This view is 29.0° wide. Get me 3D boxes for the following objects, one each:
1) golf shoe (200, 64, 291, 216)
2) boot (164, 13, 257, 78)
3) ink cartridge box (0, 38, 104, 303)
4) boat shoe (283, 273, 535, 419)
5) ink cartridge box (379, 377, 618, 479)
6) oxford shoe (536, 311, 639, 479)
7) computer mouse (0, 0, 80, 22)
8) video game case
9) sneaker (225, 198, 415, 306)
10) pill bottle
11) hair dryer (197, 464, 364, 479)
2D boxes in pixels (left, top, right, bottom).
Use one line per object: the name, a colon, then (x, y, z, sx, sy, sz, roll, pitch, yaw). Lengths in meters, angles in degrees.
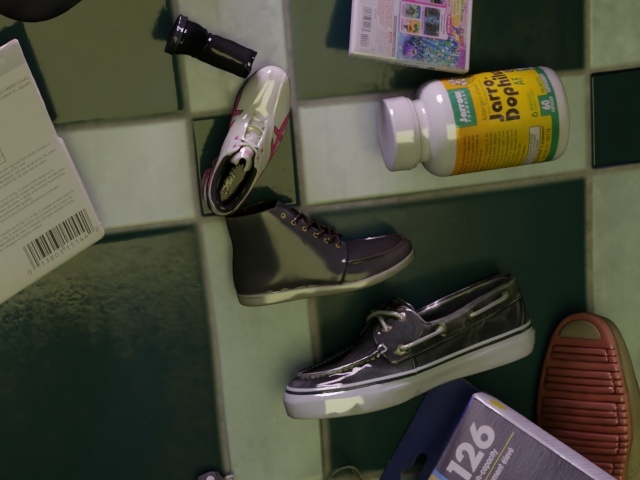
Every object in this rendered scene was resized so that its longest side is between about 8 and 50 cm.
golf shoe: (-0.079, -0.112, 1.429, 0.067, 0.086, 0.186, 21, 98, -15)
boot: (-0.121, -0.212, 1.378, 0.099, 0.121, 0.045, 25, 100, -11)
ink cartridge box: (-0.403, -0.038, 1.302, 0.296, 0.066, 0.261, -35, 127, -25)
boat shoe: (0.102, 0.124, 1.527, 0.335, 0.121, 0.119, -18, 100, -19)
ink cartridge box: (0.179, 0.352, 1.502, 0.072, 0.307, 0.303, 16, 103, -55)
oxford shoe: (0.388, 0.275, 1.631, 0.146, 0.140, 0.397, -18, 106, -39)
computer mouse: (-0.256, -0.341, 1.337, 0.272, 0.072, 0.188, -38, 110, -1)
video game case: (0.107, -0.278, 1.432, 0.143, 0.019, 0.157, 6, 81, -14)
sneaker: (0.000, 0.000, 1.476, 0.222, 0.083, 0.118, -13, 106, -8)
pill bottle: (0.177, -0.138, 1.461, 0.208, 0.117, 0.117, -8, 106, -10)
hair dryer: (-0.050, 0.430, 1.569, 0.224, 0.080, 0.293, 1, 106, -3)
